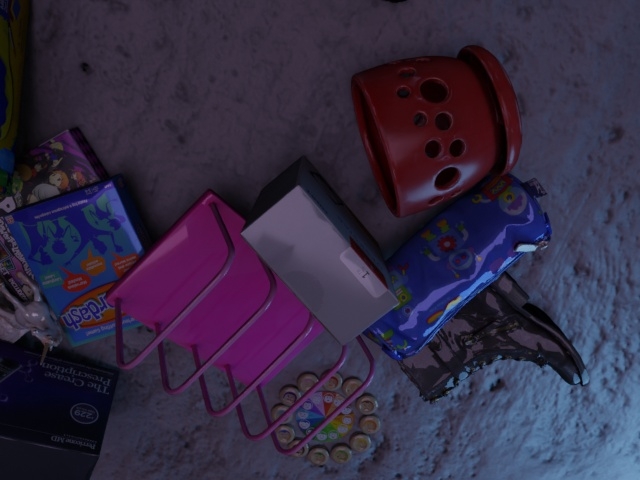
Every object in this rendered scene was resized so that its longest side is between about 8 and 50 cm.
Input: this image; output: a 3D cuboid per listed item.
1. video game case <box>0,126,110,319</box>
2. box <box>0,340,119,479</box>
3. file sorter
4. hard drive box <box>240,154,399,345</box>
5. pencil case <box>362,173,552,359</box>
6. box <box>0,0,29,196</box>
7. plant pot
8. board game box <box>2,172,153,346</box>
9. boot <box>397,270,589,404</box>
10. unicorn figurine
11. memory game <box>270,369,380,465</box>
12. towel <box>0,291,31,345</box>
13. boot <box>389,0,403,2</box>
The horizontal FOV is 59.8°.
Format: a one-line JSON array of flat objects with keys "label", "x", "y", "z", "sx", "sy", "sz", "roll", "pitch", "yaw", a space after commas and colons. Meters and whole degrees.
[{"label": "video game case", "x": -0.383, "y": -0.015, "z": 0.815, "sx": 0.210, "sy": 0.042, "sz": 0.232, "roll": -26, "pitch": 105, "yaw": 6}, {"label": "box", "x": -0.442, "y": 0.245, "z": 0.791, "sx": 0.261, "sy": 0.184, "sz": 0.103, "roll": 20, "pitch": 112, "yaw": -20}, {"label": "file sorter", "x": -0.096, "y": 0.122, "z": 0.731, "sx": 0.202, "sy": 0.182, "sz": 0.290, "roll": -44, "pitch": 123, "yaw": 6}, {"label": "hard drive box", "x": 0.000, "y": 0.000, "z": 0.722, "sx": 0.089, "sy": 0.232, "sz": 0.181, "roll": -39, "pitch": 104, "yaw": 11}, {"label": "pencil case", "x": 0.179, "y": 0.038, "z": 0.769, "sx": 0.306, "sy": 0.133, "sz": 0.119, "roll": -41, "pitch": 138, "yaw": 3}, {"label": "box", "x": -0.471, "y": -0.212, "z": 0.587, "sx": 0.177, "sy": 0.279, "sz": 0.290, "roll": 3, "pitch": 86, "yaw": -1}, {"label": "plant pot", "x": 0.146, "y": -0.142, "z": 0.702, "sx": 0.174, "sy": 0.191, "sz": 0.191, "roll": -18, "pitch": 106, "yaw": 3}, {"label": "board game box", "x": -0.315, "y": 0.031, "z": 0.782, "sx": 0.160, "sy": 0.047, "sz": 0.210, "roll": -18, "pitch": 109, "yaw": 3}, {"label": "boot", "x": 0.248, "y": 0.177, "z": 0.858, "sx": 0.229, "sy": 0.091, "sz": 0.263, "roll": -43, "pitch": 93, "yaw": 13}, {"label": "unicorn figurine", "x": -0.413, "y": 0.101, "z": 0.780, "sx": 0.060, "sy": 0.162, "sz": 0.111, "roll": -40, "pitch": 110, "yaw": -30}, {"label": "memory game", "x": 0.009, "y": 0.298, "z": 0.927, "sx": 0.186, "sy": 0.012, "sz": 0.186, "roll": 0, "pitch": 107, "yaw": 0}, {"label": "towel", "x": -0.605, "y": 0.130, "z": 0.856, "sx": 0.282, "sy": 0.049, "sz": 0.187, "roll": -31, "pitch": 105, "yaw": 9}, {"label": "boot", "x": 0.029, "y": -0.413, "z": 0.685, "sx": 0.246, "sy": 0.083, "sz": 0.161, "roll": 17, "pitch": 99, "yaw": -11}]
